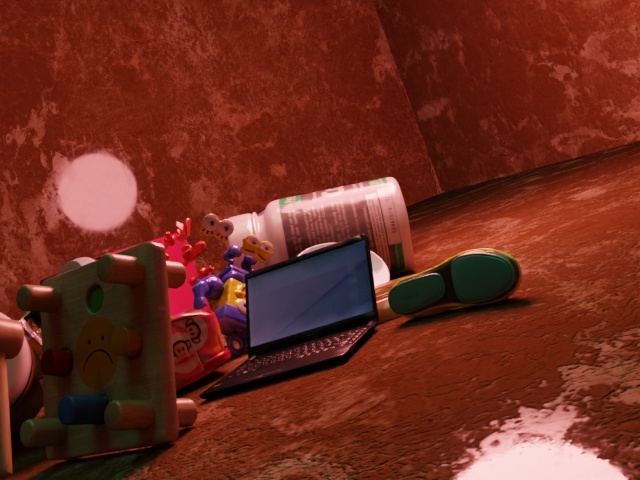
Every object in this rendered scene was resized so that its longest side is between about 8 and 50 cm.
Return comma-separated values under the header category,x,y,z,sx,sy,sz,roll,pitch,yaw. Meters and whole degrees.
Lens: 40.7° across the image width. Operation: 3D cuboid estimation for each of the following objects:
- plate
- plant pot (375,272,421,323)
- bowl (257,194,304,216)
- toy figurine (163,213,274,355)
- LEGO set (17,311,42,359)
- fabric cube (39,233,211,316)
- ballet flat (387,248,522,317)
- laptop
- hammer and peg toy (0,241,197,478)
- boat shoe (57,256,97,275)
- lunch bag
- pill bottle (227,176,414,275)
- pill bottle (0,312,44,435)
category,x,y,z,sx,sy,sz,roll,pitch,yaw
plate,0.036,0.070,1.622,0.188,0.024,0.188,2,38,-1
plant pot,0.102,0.100,1.435,0.236,0.032,0.236,-21,2,1
bowl,0.017,-0.012,2.136,0.392,0.077,0.391,-7,-20,-3
toy figurine,-0.147,0.136,1.605,0.363,0.217,0.191,30,-50,-34
LEGO set,-0.634,0.299,1.819,0.255,0.192,0.331,-39,11,21
fabric cube,-0.452,0.151,2.048,0.254,0.259,0.258,-19,1,35
ballet flat,0.197,0.060,1.209,0.077,0.077,0.231,0,-14,-44
laptop,-0.047,0.108,1.292,0.234,0.136,0.264,-20,3,23
hammer and peg toy,-0.324,0.170,1.166,0.361,0.265,0.127,-19,-19,36
boat shoe,-0.398,0.164,1.578,0.157,0.136,0.367,-15,-42,-37
lunch bag,-0.317,0.209,1.430,0.293,0.120,0.258,-23,3,-26
pill bottle,0.000,0.000,1.792,0.361,0.204,0.204,-12,3,0
pill bottle,-0.572,0.241,1.475,0.188,0.187,0.334,-21,-15,-17
